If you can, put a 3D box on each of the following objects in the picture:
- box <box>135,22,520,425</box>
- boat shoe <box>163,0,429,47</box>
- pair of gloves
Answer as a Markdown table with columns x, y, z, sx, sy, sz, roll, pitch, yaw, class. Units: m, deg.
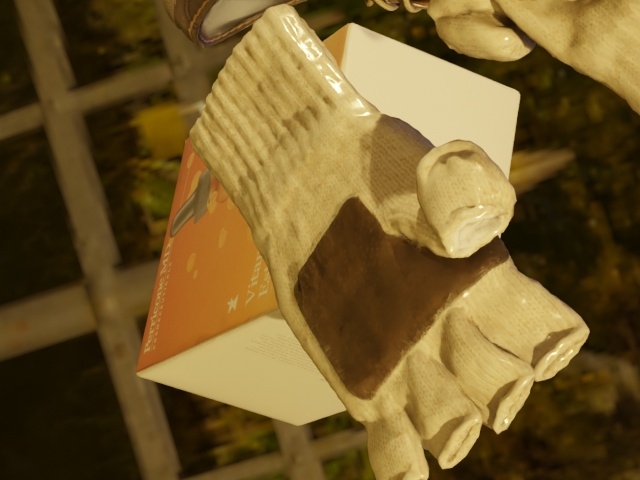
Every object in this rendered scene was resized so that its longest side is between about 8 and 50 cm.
| x | y | z | sx | sy | sz | roll | pitch | yaw | class |
| --- | --- | --- | --- | --- | --- | --- | --- | --- | --- |
| 0.000 | 0.000 | 0.789 | 0.091 | 0.170 | 0.130 | 19 | 67 | -24 | box |
| 0.052 | -0.234 | 1.248 | 0.130 | 0.355 | 0.132 | 59 | 7 | 12 | boat shoe |
| 0.050 | -0.054 | 0.595 | 0.042 | 0.240 | 0.204 | 6 | 43 | -46 | pair of gloves |
